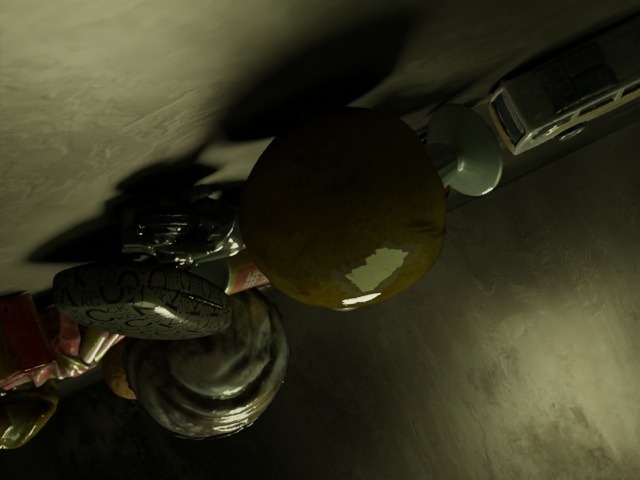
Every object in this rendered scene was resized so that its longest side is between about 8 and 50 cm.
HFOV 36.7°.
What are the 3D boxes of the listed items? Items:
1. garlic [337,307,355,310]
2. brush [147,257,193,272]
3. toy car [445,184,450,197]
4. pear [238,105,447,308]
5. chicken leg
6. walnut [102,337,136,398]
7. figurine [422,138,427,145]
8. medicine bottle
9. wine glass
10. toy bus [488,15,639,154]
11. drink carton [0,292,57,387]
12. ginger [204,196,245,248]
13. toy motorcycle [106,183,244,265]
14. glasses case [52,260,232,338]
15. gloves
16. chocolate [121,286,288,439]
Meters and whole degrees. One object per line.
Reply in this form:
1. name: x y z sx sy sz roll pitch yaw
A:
1. garlic: 0.000 0.000 1.425 0.207 0.207 0.257 -23 174 -19
2. brush: -0.272 0.070 1.505 0.070 0.051 0.323 -30 176 -36
3. toy car: 0.180 -0.111 1.391 0.073 0.054 0.143 -5 129 -44
4. pear: 0.018 -0.028 0.960 0.209 0.208 0.209 -25 175 -2
5. chicken leg: -0.578 0.264 1.540 0.152 0.201 0.429 -56 159 16
6. walnut: -0.389 0.261 2.172 0.222 0.195 0.195 -20 178 29
7. figurine: 0.141 -0.121 1.458 0.136 0.079 0.077 -45 147 2
8. medicine bottle: -0.046 0.010 1.623 0.108 0.108 0.426 -29 173 39
9. wine glass: 0.116 -0.079 1.210 0.196 0.164 0.165 -28 178 -35
10. toy bus: 0.398 -0.229 1.289 0.343 0.097 0.138 -25 173 2
11. drink carton: -0.448 0.155 1.235 0.223 0.096 0.071 -27 174 27
12. ginger: -0.105 -0.023 1.234 0.089 0.075 0.288 -24 179 8
13. toy motorcycle: -0.140 -0.010 1.029 0.152 0.073 0.225 -1 173 -21
14. glasses case: -0.210 0.078 1.208 0.137 0.085 0.355 -4 170 10
15. gloves: -0.341 0.127 1.365 0.241 0.126 0.145 -18 173 1
16. chocolate: -0.200 0.196 1.608 0.303 0.303 0.213 -24 179 -4
